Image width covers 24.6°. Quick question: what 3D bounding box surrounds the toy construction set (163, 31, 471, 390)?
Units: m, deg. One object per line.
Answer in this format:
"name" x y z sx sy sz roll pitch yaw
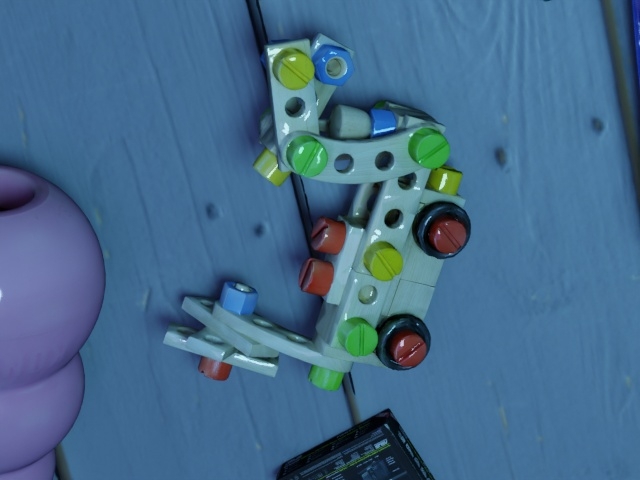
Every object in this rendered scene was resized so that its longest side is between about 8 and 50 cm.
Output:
"toy construction set" 0.000 0.000 1.210 0.215 0.151 0.328 13 118 -23

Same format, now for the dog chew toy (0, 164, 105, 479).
"dog chew toy" -0.292 0.106 1.261 0.206 0.206 0.332 8 115 5

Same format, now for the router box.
"router box" 0.035 0.221 1.332 0.122 0.038 0.092 -29 101 15

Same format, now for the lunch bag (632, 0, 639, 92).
"lunch bag" 0.362 -0.143 1.140 0.221 0.138 0.293 -9 95 0
